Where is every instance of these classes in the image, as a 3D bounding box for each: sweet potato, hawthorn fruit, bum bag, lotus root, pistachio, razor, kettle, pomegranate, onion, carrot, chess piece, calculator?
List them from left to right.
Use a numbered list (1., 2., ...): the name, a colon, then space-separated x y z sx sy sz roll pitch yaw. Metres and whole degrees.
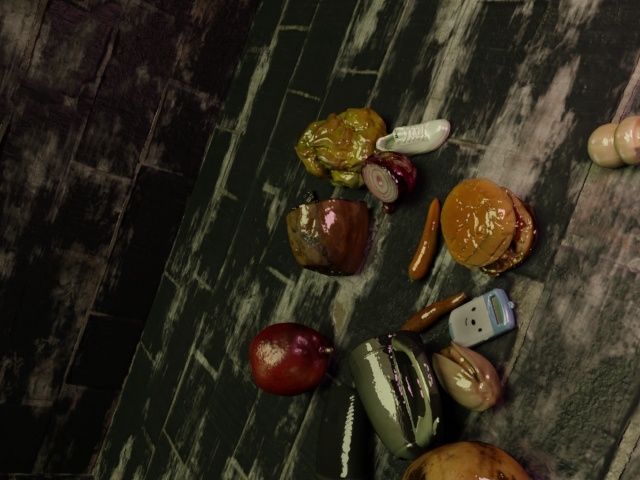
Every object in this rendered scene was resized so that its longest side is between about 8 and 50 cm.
1. hawthorn fruit: -0.091 0.406 2.068 0.307 0.265 0.266 -10 67 28
2. bum bag: -0.072 -0.116 2.414 0.087 0.049 0.198 32 103 59
3. lotus root: 0.000 0.000 2.076 0.316 0.315 0.250 -16 72 50
4. razor: 0.071 0.625 1.862 0.204 0.113 0.350 -20 61 52
5. onion: 0.232 -0.187 1.964 0.195 0.139 0.218 22 138 39
6. kettle: 0.236 0.417 1.606 0.321 0.228 0.324 112 147 -50
7. carrot: 0.328 0.002 1.819 0.062 0.066 0.272 19 89 11
8. sweet potato: 0.321 0.215 1.738 0.264 0.057 0.057 -43 45 35
9. pistachio: 0.376 0.351 1.545 0.144 0.143 0.215 -63 32 14
10. pomegranate: 0.333 0.607 1.352 0.322 0.322 0.323 -25 57 47
11. calculator: 0.431 0.211 1.602 0.210 0.039 0.121 -36 51 40
12. chess piece: 0.716 -0.222 1.319 0.260 0.142 0.143 -7 71 57

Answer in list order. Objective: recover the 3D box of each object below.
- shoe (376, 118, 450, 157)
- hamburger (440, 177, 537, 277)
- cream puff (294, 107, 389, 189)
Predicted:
1. shoe: 0.294 -0.332 1.951 0.264 0.110 0.095 -24 57 51
2. hamburger: 0.436 -0.035 1.588 0.244 0.162 0.245 -23 58 45
3. cream puff: 0.070 -0.346 2.143 0.324 0.257 0.292 16 93 55
